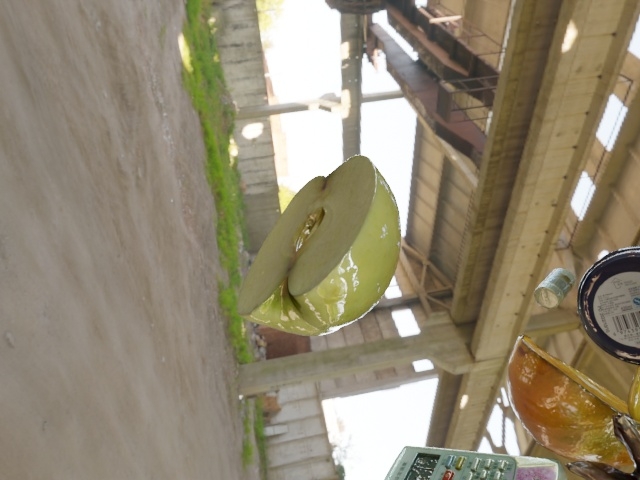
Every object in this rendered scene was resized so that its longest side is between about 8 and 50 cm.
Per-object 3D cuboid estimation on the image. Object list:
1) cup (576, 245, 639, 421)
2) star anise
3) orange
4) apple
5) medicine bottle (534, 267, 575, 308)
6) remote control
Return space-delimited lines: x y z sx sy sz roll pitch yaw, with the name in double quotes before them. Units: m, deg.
"cup" 0.522 0.137 0.705 0.178 0.256 0.254 -24 -112 48
"star anise" 0.513 0.389 0.714 0.088 0.288 0.288 40 39 -80
"orange" 0.521 0.317 0.963 0.310 0.274 0.274 63 0 -18
"apple" 0.000 0.000 0.945 0.311 0.320 0.360 84 23 -51
"medicine bottle" 0.433 0.088 0.884 0.047 0.083 0.047 26 -50 36
"remote control" 0.272 0.458 0.889 0.344 0.145 0.050 -19 -75 43
